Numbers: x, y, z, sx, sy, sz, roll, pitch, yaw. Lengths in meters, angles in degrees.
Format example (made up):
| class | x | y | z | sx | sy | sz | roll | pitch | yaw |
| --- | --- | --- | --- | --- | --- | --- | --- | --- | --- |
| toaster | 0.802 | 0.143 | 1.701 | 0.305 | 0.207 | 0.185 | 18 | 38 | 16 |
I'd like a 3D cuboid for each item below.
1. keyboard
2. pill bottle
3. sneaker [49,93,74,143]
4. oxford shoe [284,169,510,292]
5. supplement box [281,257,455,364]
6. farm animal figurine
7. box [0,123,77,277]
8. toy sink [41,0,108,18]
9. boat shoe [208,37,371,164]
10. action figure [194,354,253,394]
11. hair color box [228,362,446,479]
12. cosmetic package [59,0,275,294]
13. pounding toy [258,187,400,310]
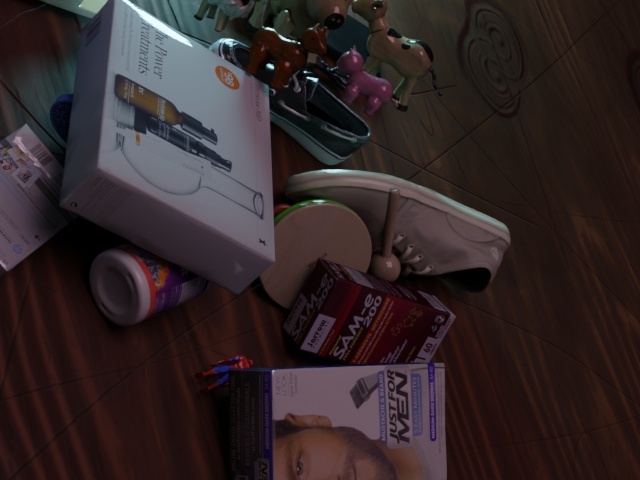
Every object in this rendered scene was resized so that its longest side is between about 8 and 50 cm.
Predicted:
| class | x | y | z | sx | sy | sz | roll | pitch | yaw |
| --- | --- | --- | --- | --- | --- | --- | --- | --- | --- |
| keyboard | -0.019 | -0.365 | 2.264 | 0.317 | 0.033 | 0.201 | 26 | 44 | -28 |
| pill bottle | -0.215 | 0.039 | 1.785 | 0.193 | 0.108 | 0.108 | -25 | 84 | -47 |
| sneaker | -0.283 | -0.147 | 1.866 | 0.232 | 0.081 | 0.090 | 35 | 33 | -21 |
| oxford shoe | 0.136 | -0.013 | 2.112 | 0.449 | 0.169 | 0.130 | 20 | 74 | -34 |
| supplement box | 0.076 | 0.125 | 1.974 | 0.239 | 0.130 | 0.073 | 18 | 17 | -33 |
| farm animal figurine | 0.007 | -0.350 | 2.047 | 0.330 | 0.172 | 0.327 | 2 | 32 | -44 |
| box | -0.411 | -0.053 | 1.714 | 0.145 | 0.038 | 0.186 | 50 | 42 | -7 |
| toy sink | -0.382 | -0.444 | 1.893 | 0.234 | 0.131 | 0.152 | 17 | 49 | -36 |
| boat shoe | -0.046 | -0.240 | 2.110 | 0.301 | 0.102 | 0.108 | 39 | 46 | -19 |
| action figure | -0.134 | 0.187 | 1.830 | 0.115 | 0.030 | 0.038 | -17 | 83 | -51 |
| hair color box | 0.031 | 0.269 | 1.836 | 0.339 | 0.110 | 0.185 | 2 | 85 | -40 |
| cosmetic package | -0.203 | -0.139 | 1.792 | 0.284 | 0.097 | 0.377 | 30 | 36 | -31 |
| pounding toy | 0.000 | 0.000 | 1.990 | 0.237 | 0.183 | 0.110 | -12 | 29 | -17 |
